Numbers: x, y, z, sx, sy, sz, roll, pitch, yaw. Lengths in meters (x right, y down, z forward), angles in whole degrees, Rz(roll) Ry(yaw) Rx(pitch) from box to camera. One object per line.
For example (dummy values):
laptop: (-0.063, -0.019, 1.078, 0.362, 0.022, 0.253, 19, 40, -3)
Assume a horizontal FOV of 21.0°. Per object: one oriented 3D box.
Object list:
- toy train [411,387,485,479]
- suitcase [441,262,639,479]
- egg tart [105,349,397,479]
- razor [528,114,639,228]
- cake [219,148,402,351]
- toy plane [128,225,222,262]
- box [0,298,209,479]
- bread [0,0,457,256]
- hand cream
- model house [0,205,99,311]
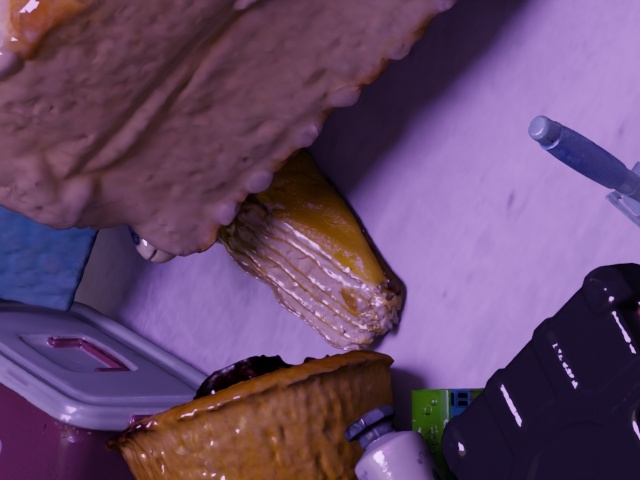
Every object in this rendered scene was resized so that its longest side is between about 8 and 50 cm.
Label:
toy train: (0.086, 0.206, 1.177, 0.044, 0.042, 0.209, -9, 79, 53)
suitcase: (0.189, 0.178, 1.021, 0.206, 0.066, 0.285, -51, 49, 37)
egg tart: (-0.032, 0.165, 1.216, 0.215, 0.215, 0.170, -29, 75, 48)
razor: (0.167, -0.044, 1.016, 0.040, 0.135, 0.068, -53, 45, 11)
cake: (-0.002, 0.004, 1.321, 0.185, 0.116, 0.079, 31, 120, 16)
toy plane: (-0.109, -0.091, 1.407, 0.242, 0.104, 0.256, -35, 47, 46)
box: (-0.219, 0.166, 1.450, 0.294, 0.193, 0.167, 26, 107, 45)
bread: (-0.123, -0.239, 1.203, 0.371, 0.279, 0.390, -42, 46, 29)
hand cream: (0.089, 0.212, 1.102, 0.050, 0.080, 0.234, -33, 75, 6)
model house: (-0.298, -0.122, 1.476, 0.280, 0.249, 0.230, -91, 21, -45)
